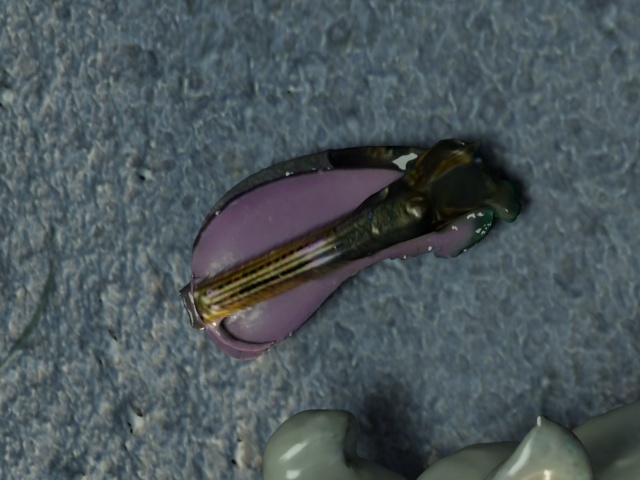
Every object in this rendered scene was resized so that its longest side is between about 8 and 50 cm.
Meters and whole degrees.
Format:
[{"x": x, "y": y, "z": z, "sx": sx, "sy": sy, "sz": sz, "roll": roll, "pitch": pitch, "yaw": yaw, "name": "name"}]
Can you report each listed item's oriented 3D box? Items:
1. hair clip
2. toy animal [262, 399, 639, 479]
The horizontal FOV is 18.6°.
[{"x": -0.001, "y": -0.002, "z": 1.487, "sx": 0.110, "sy": 0.096, "sz": 0.358, "roll": 41, "pitch": 146, "yaw": -20, "name": "hair clip"}, {"x": 0.097, "y": 0.204, "z": 1.373, "sx": 0.367, "sy": 0.196, "sz": 0.241, "roll": -27, "pitch": 83, "yaw": 44, "name": "toy animal"}]
